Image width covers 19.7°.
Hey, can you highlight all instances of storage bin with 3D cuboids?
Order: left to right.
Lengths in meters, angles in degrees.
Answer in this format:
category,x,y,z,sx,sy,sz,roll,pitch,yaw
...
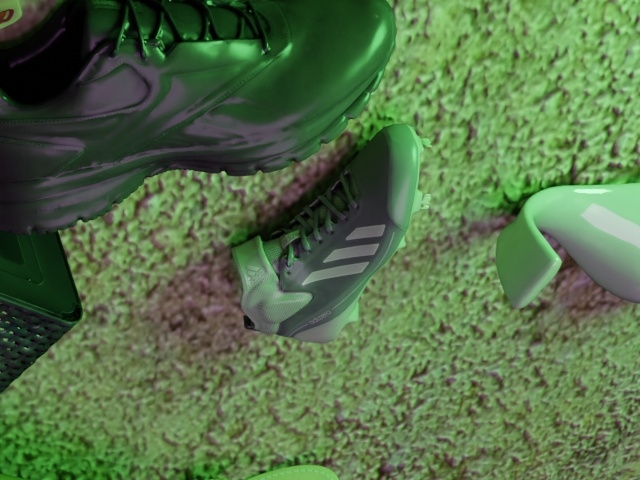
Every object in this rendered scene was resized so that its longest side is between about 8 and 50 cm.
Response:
category,x,y,z,sx,sy,sz,roll,pitch,yaw
storage bin,-0.248,0.009,1.141,0.084,0.122,0.180,-42,138,22

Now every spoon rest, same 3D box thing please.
category,x,y,z,sx,sy,sz,roll,pitch,yaw
spoon rest,0.234,-0.001,1.433,0.276,0.084,0.137,-2,140,-45

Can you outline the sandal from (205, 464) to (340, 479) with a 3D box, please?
category,x,y,z,sx,sy,sz,roll,pitch,yaw
sandal,-0.100,0.238,1.515,0.240,0.088,0.079,-21,148,4

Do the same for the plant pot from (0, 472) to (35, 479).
category,x,y,z,sx,sy,sz,roll,pitch,yaw
plant pot,-0.239,0.282,1.382,0.276,0.276,0.254,-46,148,25

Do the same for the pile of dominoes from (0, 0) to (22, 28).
category,x,y,z,sx,sy,sz,roll,pitch,yaw
pile of dominoes,-0.284,-0.095,0.982,0.251,0.040,0.196,-27,168,-10

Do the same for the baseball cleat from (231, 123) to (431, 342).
category,x,y,z,sx,sy,sz,roll,pitch,yaw
baseball cleat,0.000,0.000,1.302,0.109,0.072,0.206,5,130,-23

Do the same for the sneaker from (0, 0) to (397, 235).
category,x,y,z,sx,sy,sz,roll,pitch,yaw
sneaker,-0.090,-0.102,1.115,0.286,0.109,0.130,-21,134,-8
